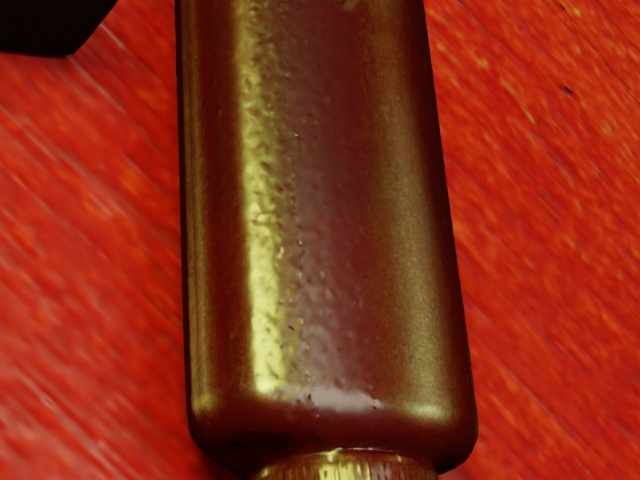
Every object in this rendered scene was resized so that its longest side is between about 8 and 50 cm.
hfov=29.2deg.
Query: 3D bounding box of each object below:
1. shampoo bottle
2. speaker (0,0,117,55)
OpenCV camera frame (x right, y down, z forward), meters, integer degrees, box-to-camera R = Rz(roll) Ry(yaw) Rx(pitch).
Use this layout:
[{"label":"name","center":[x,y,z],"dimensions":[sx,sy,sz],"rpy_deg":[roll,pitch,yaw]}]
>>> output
[{"label":"shampoo bottle","center":[0.000,0.000,0.403],"dimensions":[0.102,0.064,0.260],"rpy_deg":[16,58,-35]},{"label":"speaker","center":[-0.129,-0.170,0.411],"dimensions":[0.082,0.044,0.218],"rpy_deg":[1,65,-37]}]
